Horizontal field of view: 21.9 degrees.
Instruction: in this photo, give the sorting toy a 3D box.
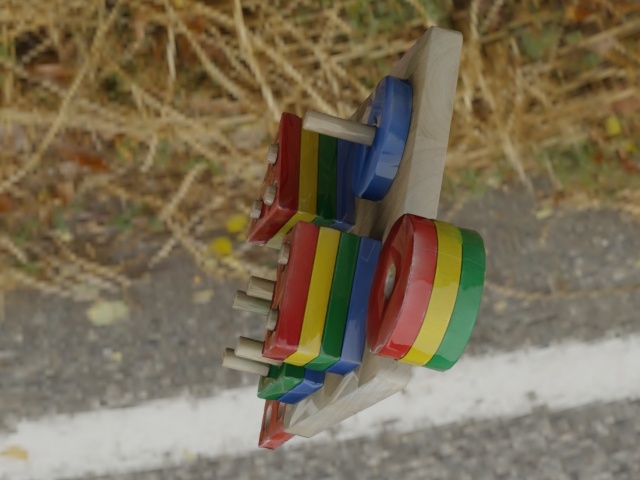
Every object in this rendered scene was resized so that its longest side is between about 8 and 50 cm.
[{"bbox_3d":[0.000,0.000,0.631,0.046,0.132,0.274,14,163,-11],"label":"sorting toy"}]
